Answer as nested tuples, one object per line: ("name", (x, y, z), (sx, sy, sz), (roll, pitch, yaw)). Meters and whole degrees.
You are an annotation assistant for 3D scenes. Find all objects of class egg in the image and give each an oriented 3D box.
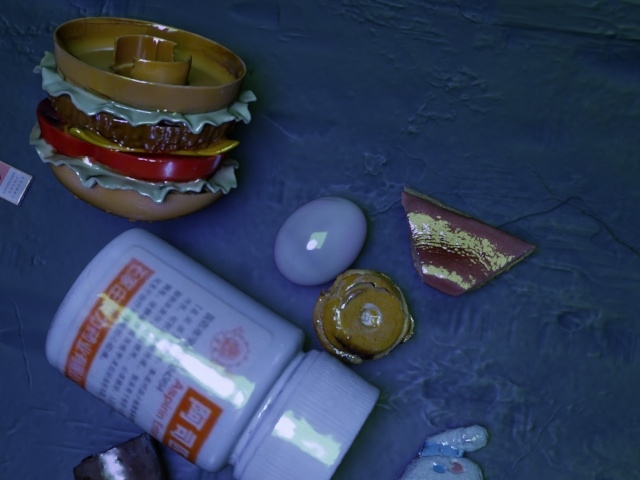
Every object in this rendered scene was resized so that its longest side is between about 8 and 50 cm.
("egg", (0.000, 0.000, 1.251), (0.135, 0.103, 0.103), (-42, 82, -5))

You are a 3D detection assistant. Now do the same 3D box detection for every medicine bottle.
("medicine bottle", (-0.129, 0.163, 1.180), (0.371, 0.211, 0.211), (33, 85, 7))

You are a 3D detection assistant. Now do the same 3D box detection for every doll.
("doll", (0.145, 0.323, 1.209), (0.104, 0.071, 0.214), (22, 71, 22))

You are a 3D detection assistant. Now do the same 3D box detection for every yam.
("yam", (-0.217, 0.389, 1.198), (0.131, 0.131, 0.279), (-22, 79, 0))

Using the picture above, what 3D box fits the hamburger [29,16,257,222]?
("hamburger", (-0.224, -0.140, 1.211), (0.275, 0.274, 0.212), (16, 117, 5))

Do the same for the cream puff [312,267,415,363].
("cream puff", (0.053, 0.094, 1.234), (0.133, 0.104, 0.119), (-5, 89, -30))

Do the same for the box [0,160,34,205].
("box", (-0.442, -0.085, 1.333), (0.083, 0.012, 0.046), (25, 84, 6))

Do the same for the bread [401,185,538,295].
("bread", (0.173, 0.015, 1.257), (0.192, 0.067, 0.119), (26, 76, 5))
